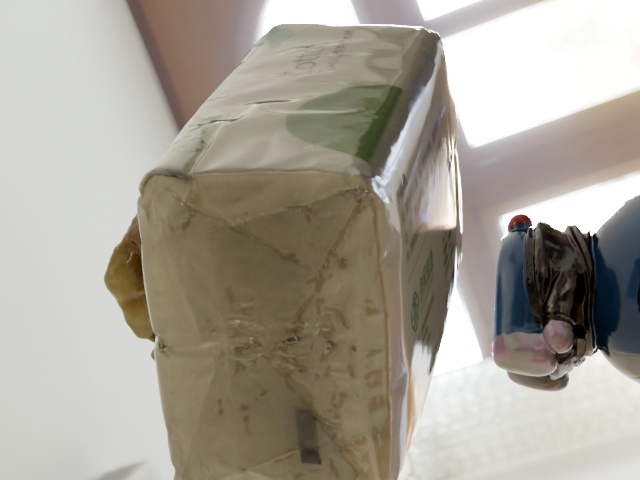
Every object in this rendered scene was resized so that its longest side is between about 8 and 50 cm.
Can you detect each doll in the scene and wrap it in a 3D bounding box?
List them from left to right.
[{"bbox_3d":[0.351,0.058,1.515,0.284,0.310,0.240,-2,-89,-76],"label":"doll"}]

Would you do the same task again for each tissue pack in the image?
[{"bbox_3d":[-0.002,0.000,1.082,0.356,0.194,0.266,-62,-29,-63],"label":"tissue pack"}]

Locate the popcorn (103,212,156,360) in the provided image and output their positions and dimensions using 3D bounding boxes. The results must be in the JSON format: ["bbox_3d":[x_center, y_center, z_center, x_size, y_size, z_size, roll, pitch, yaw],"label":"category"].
[{"bbox_3d":[-0.071,0.068,1.485,0.332,0.225,0.265,16,-131,-31],"label":"popcorn"}]
